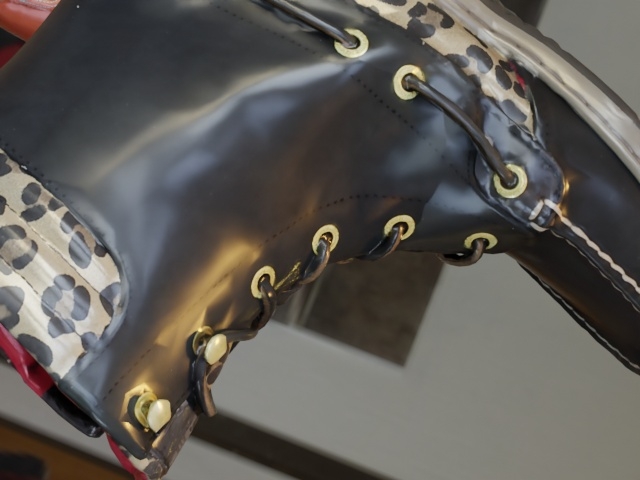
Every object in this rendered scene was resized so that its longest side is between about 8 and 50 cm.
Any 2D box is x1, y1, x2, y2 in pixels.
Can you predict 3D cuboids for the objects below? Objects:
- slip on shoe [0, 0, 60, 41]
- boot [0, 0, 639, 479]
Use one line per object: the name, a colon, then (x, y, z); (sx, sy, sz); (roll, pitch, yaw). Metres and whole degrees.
slip on shoe: (-0.254, -0.215, 1.355); (0.101, 0.331, 0.123); (-44, -166, -29)
boot: (0.000, 0.000, 0.737); (0.284, 0.377, 0.138); (-48, -166, -16)
